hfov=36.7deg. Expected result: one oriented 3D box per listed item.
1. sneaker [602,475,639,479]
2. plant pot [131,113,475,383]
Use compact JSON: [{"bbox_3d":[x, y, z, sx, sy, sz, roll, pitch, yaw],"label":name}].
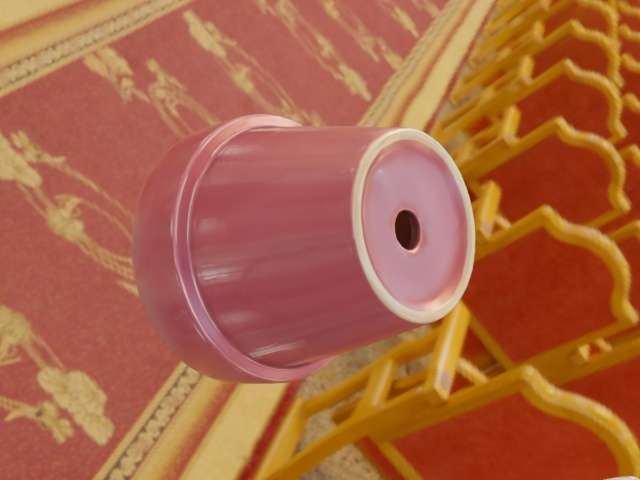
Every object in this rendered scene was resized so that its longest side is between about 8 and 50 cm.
[{"bbox_3d":[0.196,0.228,0.438,0.146,0.102,0.293,14,19,-49],"label":"sneaker"},{"bbox_3d":[0.000,0.000,0.683,0.201,0.180,0.202,10,77,-46],"label":"plant pot"}]
